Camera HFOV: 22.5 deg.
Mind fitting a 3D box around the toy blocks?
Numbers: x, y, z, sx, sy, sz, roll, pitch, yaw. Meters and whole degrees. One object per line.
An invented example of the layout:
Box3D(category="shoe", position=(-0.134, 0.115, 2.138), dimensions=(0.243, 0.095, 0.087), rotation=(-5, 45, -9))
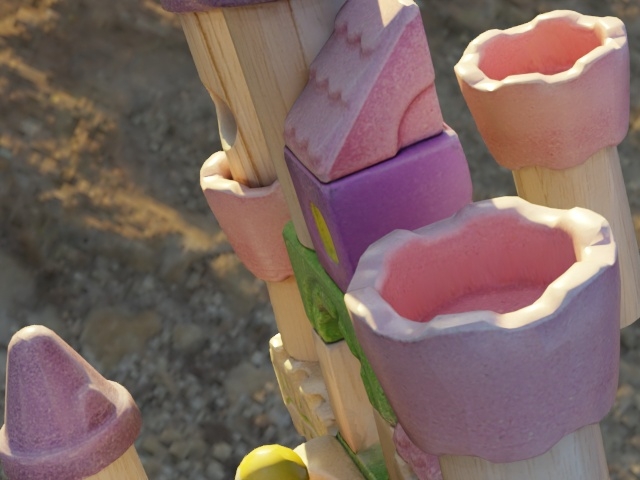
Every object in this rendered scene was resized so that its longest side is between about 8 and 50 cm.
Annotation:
Box3D(category="toy blocks", position=(0.000, 0.000, 0.481), dimensions=(0.309, 0.260, 0.288), rotation=(-22, 26, -9))
